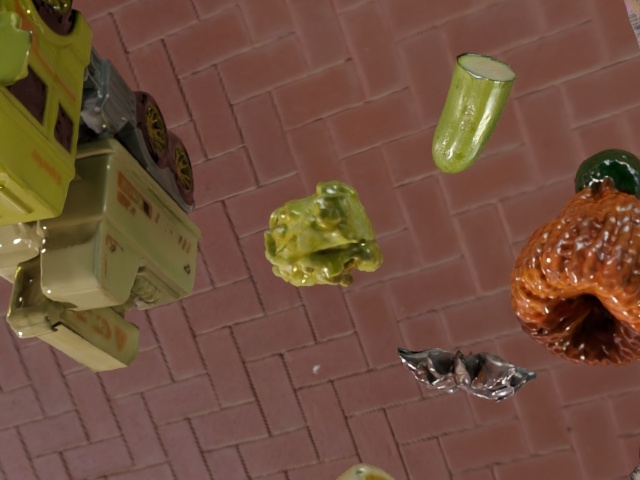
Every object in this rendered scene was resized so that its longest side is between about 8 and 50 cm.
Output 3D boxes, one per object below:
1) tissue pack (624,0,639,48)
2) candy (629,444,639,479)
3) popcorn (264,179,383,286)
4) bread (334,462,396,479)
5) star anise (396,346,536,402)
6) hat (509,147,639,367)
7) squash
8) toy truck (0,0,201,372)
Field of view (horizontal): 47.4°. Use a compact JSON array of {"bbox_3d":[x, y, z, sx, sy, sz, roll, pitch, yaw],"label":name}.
[{"bbox_3d":[0.375,-0.302,0.744,0.123,0.215,0.256,-17,98,13],"label":"tissue pack"},{"bbox_3d":[0.458,0.366,0.880,0.137,0.195,0.185,-10,128,-14],"label":"candy"},{"bbox_3d":[0.000,0.000,1.711,0.250,0.235,0.241,-19,83,24],"label":"popcorn"},{"bbox_3d":[0.095,0.599,1.242,0.245,0.424,0.329,-20,134,2],"label":"bread"},{"bbox_3d":[0.204,0.192,1.038,0.182,0.195,0.065,0,75,32],"label":"star anise"},{"bbox_3d":[0.491,0.017,1.344,0.285,0.400,0.285,10,132,11],"label":"hat"},{"bbox_3d":[0.229,-0.182,1.126,0.095,0.095,0.188,19,125,8],"label":"squash"},{"bbox_3d":[-0.235,-0.052,0.613,0.181,0.405,0.254,-11,64,6],"label":"toy truck"}]
